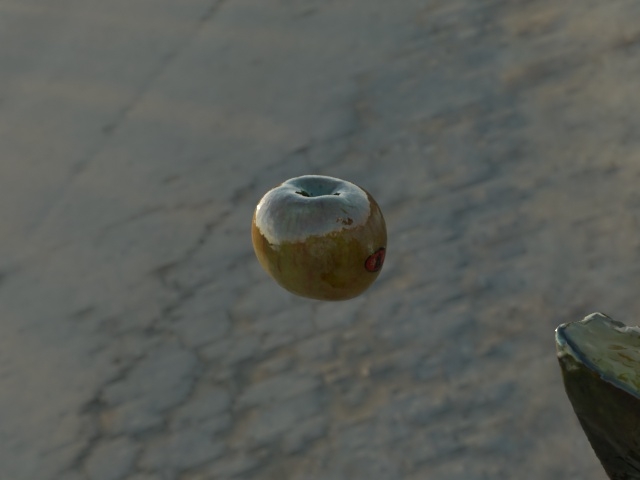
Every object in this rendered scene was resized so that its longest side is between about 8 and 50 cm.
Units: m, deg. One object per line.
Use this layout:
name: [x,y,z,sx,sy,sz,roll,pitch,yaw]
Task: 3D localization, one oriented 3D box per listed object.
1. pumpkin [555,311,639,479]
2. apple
pumpkin: [0.280,0.117,0.952,0.290,0.258,0.095,-3,62,14]
apple: [0.000,0.000,1.139,0.084,0.071,0.084,3,22,-1]
